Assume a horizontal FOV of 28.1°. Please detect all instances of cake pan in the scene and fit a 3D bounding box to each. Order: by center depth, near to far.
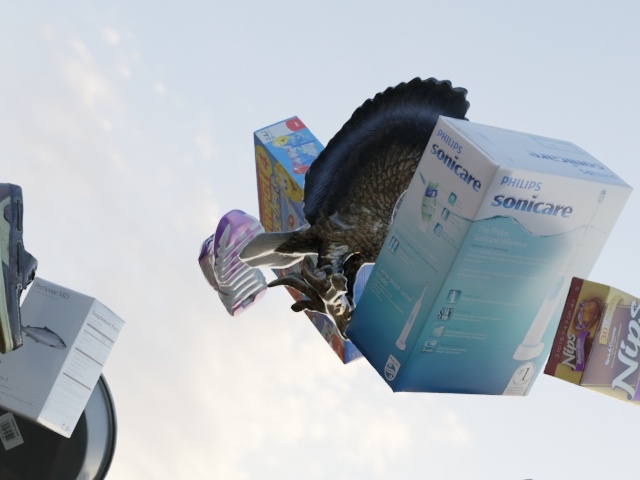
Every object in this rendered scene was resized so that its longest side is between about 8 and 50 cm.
[{"bbox_3d":[-0.437,0.269,1.863,0.293,0.054,0.293,1,-87,20],"label":"cake pan"}]

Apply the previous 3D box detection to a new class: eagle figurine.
[{"bbox_3d":[0.067,-0.034,1.564,0.225,0.298,0.226,34,-24,-26],"label":"eagle figurine"}]

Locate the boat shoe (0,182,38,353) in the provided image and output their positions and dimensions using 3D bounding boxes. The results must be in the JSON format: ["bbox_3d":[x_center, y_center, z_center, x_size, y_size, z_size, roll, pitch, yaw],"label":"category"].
[{"bbox_3d":[-0.398,0.031,1.639,0.080,0.073,0.223,-20,-101,61],"label":"boat shoe"}]

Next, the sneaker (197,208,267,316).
[{"bbox_3d":[-0.147,0.022,1.983,0.104,0.095,0.236,45,-24,24],"label":"sneaker"}]

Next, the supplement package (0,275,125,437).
[{"bbox_3d":[-0.362,0.158,1.728,0.105,0.179,0.105,17,-16,23],"label":"supplement package"}]

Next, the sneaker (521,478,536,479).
[{"bbox_3d":[0.273,0.350,1.618,0.232,0.090,0.115,-121,-161,-84],"label":"sneaker"}]

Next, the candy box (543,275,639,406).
[{"bbox_3d":[0.320,0.115,1.358,0.187,0.109,0.053,20,-4,-43],"label":"candy box"}]

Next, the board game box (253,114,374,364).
[{"bbox_3d":[0.000,0.000,2.147,0.302,0.086,0.308,50,-27,39],"label":"board game box"}]

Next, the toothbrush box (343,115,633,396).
[{"bbox_3d":[0.190,0.025,1.468,0.126,0.216,0.295,48,-56,46],"label":"toothbrush box"}]
